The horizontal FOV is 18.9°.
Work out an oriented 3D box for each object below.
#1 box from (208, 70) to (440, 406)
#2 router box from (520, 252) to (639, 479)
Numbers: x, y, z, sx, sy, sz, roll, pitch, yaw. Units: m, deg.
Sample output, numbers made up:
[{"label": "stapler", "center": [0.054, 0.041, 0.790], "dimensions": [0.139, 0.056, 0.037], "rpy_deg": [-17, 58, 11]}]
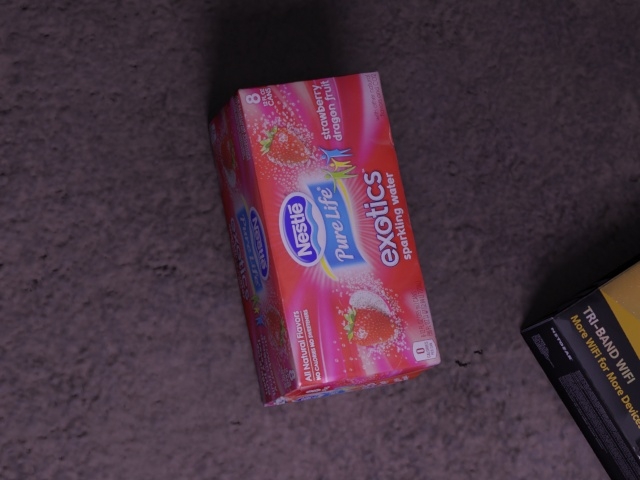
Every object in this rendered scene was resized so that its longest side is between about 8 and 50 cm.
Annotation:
[{"label": "box", "center": [0.000, 0.000, 1.612], "dimensions": [0.128, 0.122, 0.257], "rpy_deg": [-8, 80, -17]}, {"label": "router box", "center": [0.362, 0.145, 1.707], "dimensions": [0.243, 0.081, 0.309], "rpy_deg": [-32, 88, -20]}]
